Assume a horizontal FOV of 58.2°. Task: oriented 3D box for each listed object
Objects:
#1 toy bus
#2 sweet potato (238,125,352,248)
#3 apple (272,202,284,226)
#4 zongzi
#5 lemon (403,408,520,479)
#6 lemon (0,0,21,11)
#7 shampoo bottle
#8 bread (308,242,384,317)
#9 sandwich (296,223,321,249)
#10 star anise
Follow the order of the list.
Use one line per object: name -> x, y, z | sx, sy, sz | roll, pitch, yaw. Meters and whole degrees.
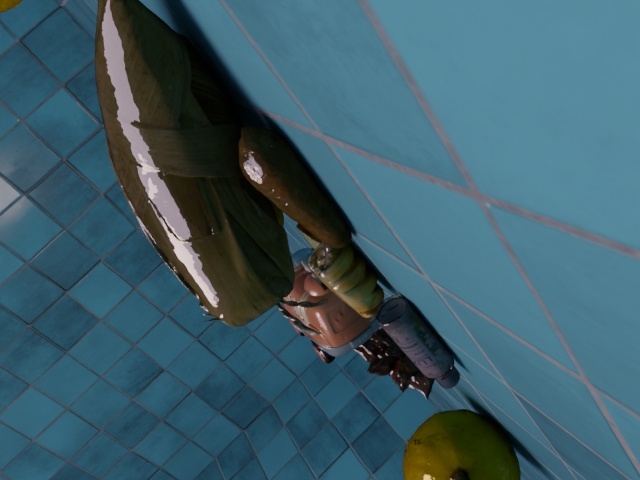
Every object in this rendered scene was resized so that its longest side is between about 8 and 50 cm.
toy bus -> 0.008, 0.136, 1.390 | 0.287, 0.194, 0.232 | 40, 164, 51
sweet potato -> -0.026, -0.062, 0.838 | 0.273, 0.075, 0.075 | 45, 176, -38
apple -> -0.178, -0.052, 1.531 | 0.163, 0.147, 0.147 | 7, 178, 11
zongzi -> -0.165, -0.039, 0.816 | 0.500, 0.218, 0.467 | 63, 176, 0
lemon -> 0.341, 0.554, 1.398 | 0.297, 0.297, 0.297 | 46, 174, 6
lemon -> -0.668, -0.557, 1.059 | 0.293, 0.293, 0.293 | 46, 174, 6
shampoo bottle -> 0.185, 0.193, 1.049 | 0.214, 0.072, 0.072 | 49, 174, -26
bread -> 0.049, 0.065, 1.063 | 0.177, 0.084, 0.119 | 48, 173, -22
sandwich -> 0.000, 0.000, 1.220 | 0.093, 0.035, 0.105 | 50, 172, -29
star anise -> 0.211, 0.316, 1.551 | 0.236, 0.109, 0.223 | 31, -166, 13
